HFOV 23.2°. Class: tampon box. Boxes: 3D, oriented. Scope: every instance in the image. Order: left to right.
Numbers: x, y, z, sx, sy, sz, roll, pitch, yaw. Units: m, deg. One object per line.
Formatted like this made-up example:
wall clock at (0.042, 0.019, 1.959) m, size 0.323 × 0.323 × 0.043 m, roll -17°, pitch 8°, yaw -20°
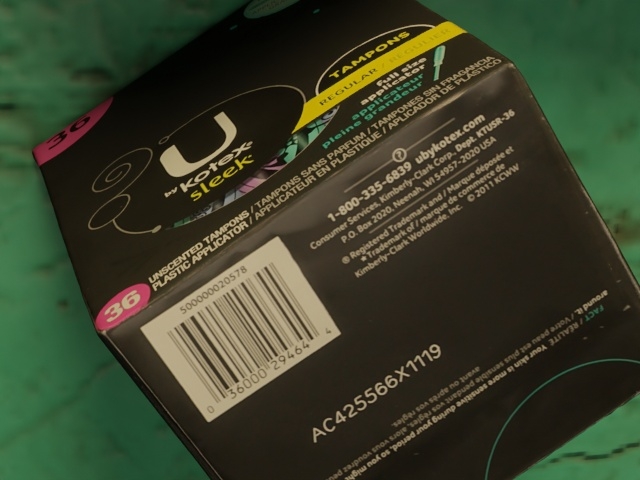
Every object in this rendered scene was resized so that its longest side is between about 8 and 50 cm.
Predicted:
tampon box at (0.000, 0.000, 0.451) m, size 0.120 × 0.161 × 0.101 m, roll -34°, pitch 116°, yaw -3°
